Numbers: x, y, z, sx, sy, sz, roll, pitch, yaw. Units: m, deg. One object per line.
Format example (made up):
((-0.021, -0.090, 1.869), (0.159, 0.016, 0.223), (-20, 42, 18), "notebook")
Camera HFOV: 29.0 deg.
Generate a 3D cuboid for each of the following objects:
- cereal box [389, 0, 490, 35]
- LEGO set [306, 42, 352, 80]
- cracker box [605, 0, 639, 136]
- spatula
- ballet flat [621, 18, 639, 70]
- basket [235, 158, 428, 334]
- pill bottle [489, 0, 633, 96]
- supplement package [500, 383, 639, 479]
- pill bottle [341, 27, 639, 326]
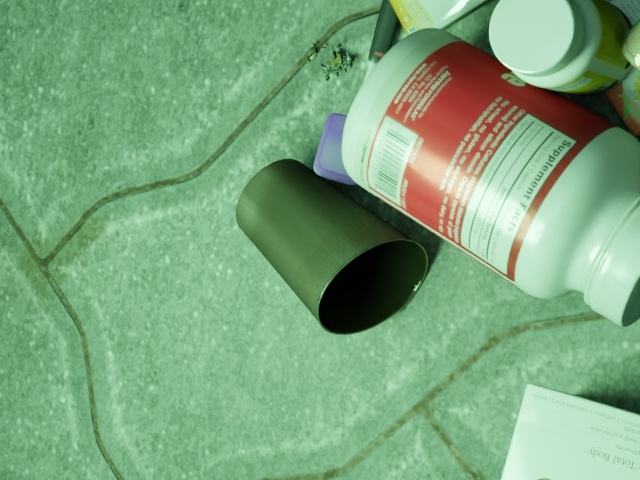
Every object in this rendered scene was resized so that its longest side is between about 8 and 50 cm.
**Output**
((0.176, -0.384, 1.606), (0.240, 0.047, 0.173), (-29, 88, 41), "cereal box")
((0.018, -0.256, 1.762), (0.054, 0.023, 0.083), (-54, 54, 16), "LEGO set")
((0.440, -0.253, 1.497), (0.232, 0.067, 0.155), (-37, 74, 25), "cracker box")
((0.069, -0.222, 1.710), (0.084, 0.030, 0.296), (17, 93, -13), "spatula")
((0.462, -0.141, 1.432), (0.316, 0.107, 0.106), (50, 134, -9), "ballet flat")
((0.000, 0.000, 1.685), (0.227, 0.204, 0.154), (41, 120, 32), "basket")
((0.279, -0.232, 1.428), (0.119, 0.208, 0.119), (1, 92, 30), "pill bottle")
((0.328, 0.327, 1.460), (0.199, 0.198, 0.262), (14, 86, 29), "supplement package")
((0.244, -0.075, 1.513), (0.408, 0.229, 0.229), (34, 106, 24), "pill bottle")
